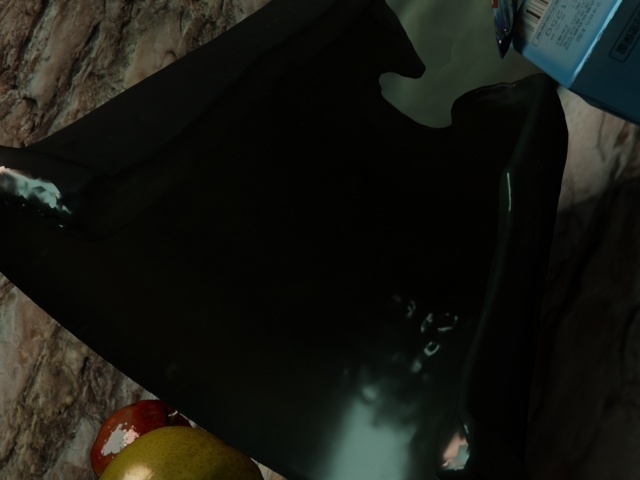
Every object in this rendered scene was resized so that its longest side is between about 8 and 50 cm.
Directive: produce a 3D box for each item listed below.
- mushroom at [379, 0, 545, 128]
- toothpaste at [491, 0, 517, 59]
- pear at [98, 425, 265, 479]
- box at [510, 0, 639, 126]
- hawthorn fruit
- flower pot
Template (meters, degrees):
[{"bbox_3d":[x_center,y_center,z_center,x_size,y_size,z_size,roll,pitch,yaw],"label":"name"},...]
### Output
[{"bbox_3d":[0.146,-0.291,0.721,0.397,0.224,0.313,-54,4,26],"label":"mushroom"},{"bbox_3d":[0.127,-0.159,0.568,0.027,0.019,0.083,89,-172,-52],"label":"toothpaste"},{"bbox_3d":[-0.143,0.301,0.874,0.209,0.209,0.208,-158,90,-76],"label":"pear"},{"bbox_3d":[0.215,-0.193,0.491,0.232,0.083,0.142,-62,14,20],"label":"box"},{"bbox_3d":[-0.298,0.363,1.461,0.200,0.179,0.179,-44,18,9],"label":"hawthorn fruit"},{"bbox_3d":[0.000,0.000,0.525,0.251,0.379,0.379,-59,9,-22],"label":"flower pot"}]
